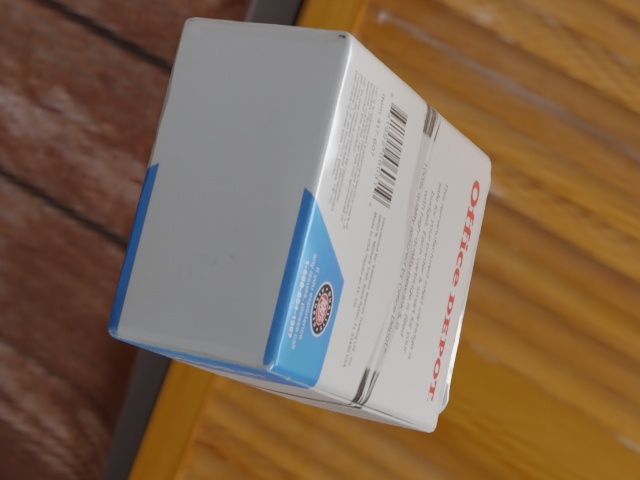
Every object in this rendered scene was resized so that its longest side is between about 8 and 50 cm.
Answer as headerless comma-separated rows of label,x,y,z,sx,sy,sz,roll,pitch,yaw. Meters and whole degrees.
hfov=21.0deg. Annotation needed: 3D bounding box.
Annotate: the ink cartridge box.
ink cartridge box,0.000,0.000,0.808,0.086,0.148,0.203,9,-10,24
